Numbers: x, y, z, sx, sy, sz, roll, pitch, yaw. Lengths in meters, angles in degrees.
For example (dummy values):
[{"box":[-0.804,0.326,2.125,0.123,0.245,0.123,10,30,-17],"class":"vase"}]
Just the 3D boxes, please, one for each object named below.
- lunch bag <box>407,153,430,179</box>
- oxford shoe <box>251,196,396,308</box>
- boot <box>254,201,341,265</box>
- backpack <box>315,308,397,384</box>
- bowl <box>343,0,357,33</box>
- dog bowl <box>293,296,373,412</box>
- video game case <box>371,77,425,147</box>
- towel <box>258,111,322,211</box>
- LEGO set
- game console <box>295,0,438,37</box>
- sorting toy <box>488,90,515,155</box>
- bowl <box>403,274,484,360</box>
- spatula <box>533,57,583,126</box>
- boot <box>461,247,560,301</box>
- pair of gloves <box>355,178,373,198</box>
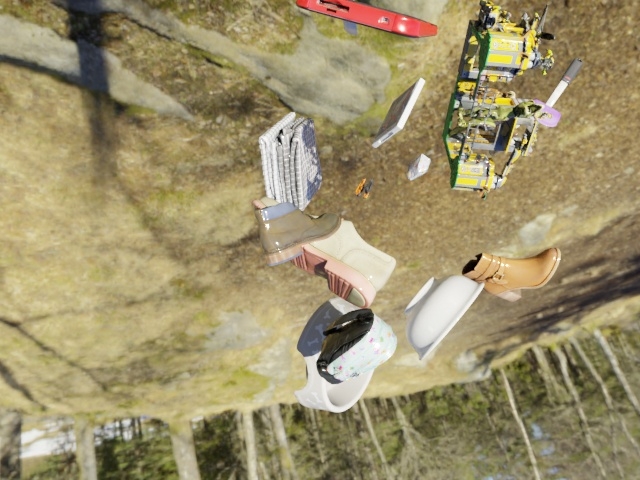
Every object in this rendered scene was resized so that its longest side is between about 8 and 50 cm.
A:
[{"box":[0.360,-0.263,1.898,0.053,0.083,0.071,32,150,-15],"class":"lunch bag"},{"box":[0.000,0.000,1.255,0.146,0.397,0.140,-45,160,-22],"class":"oxford shoe"},{"box":[-0.039,-0.041,1.003,0.082,0.106,0.219,-9,-164,40],"class":"boot"},{"box":[0.085,0.242,1.198,0.115,0.152,0.182,40,120,-19],"class":"backpack"},{"box":[0.111,-0.871,1.986,0.053,0.142,0.142,-4,-172,5],"class":"bowl"},{"box":[0.060,0.351,1.550,0.102,0.349,0.349,13,177,35],"class":"dog bowl"},{"box":[0.253,-0.418,1.702,0.023,0.201,0.183,32,160,-13],"class":"video game case"},{"box":[-0.081,-0.239,1.635,0.121,0.235,0.284,6,121,18],"class":"towel"},{"box":[0.350,-0.246,0.930,0.192,0.255,0.331,5,119,1],"class":"LEGO set"},{"box":[0.148,-0.685,1.575,0.342,0.386,0.060,-37,147,-62],"class":"game console"},{"box":[0.645,-0.416,1.861,0.038,0.193,0.208,3,179,2],"class":"sorting toy"},{"box":[0.343,0.204,1.542,0.298,0.134,0.298,-46,164,-17],"class":"bowl"},{"box":[0.612,-0.385,1.321,0.296,0.084,0.030,-49,168,-24],"class":"spatula"},{"box":[0.642,0.083,1.755,0.220,0.109,0.283,28,138,-9],"class":"boot"},{"box":[0.152,-0.182,1.801,0.010,0.074,0.083,25,175,-28],"class":"pair of gloves"}]
